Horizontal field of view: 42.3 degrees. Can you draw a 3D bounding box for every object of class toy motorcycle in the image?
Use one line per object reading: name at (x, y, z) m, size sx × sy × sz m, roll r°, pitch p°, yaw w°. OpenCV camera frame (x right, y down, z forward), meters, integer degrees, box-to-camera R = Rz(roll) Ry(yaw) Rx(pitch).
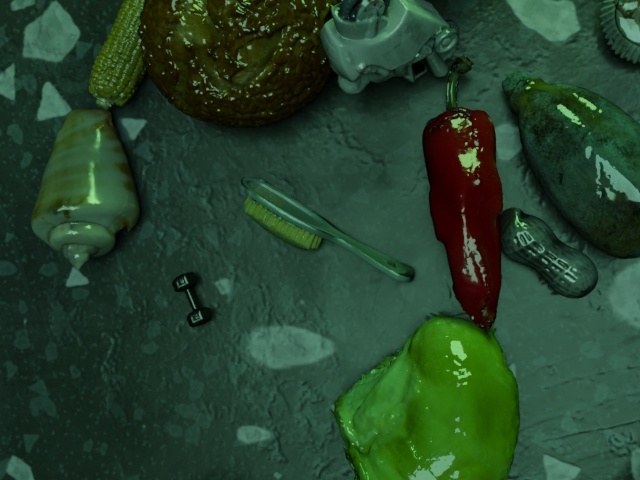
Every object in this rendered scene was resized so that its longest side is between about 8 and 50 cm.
toy motorcycle at (0.085, -0.270, 1.145) m, size 0.171 × 0.260 × 0.110 m, roll -43°, pitch 64°, yaw 27°

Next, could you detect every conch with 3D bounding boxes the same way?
conch at (-0.370, -0.083, 1.267) m, size 0.158 × 0.127 × 0.255 m, roll -9°, pitch 85°, yaw 10°

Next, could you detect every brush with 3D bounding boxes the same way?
brush at (0.000, 0.000, 1.239) m, size 0.296 × 0.068 × 0.060 m, roll 30°, pitch 112°, yaw 8°

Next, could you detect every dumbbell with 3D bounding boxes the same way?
dumbbell at (-0.198, 0.091, 1.276) m, size 0.036 × 0.040 × 0.083 m, roll -29°, pitch 82°, yaw 38°

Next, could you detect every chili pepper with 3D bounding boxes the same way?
chili pepper at (0.206, -0.069, 1.162) m, size 0.110 × 0.110 × 0.388 m, roll -8°, pitch 73°, yaw 9°

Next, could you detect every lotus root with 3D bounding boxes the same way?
lotus root at (0.366, -0.119, 1.139) m, size 0.158 × 0.140 × 0.322 m, roll -40°, pitch 79°, yaw 6°

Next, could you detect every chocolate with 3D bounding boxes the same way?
chocolate at (0.318, 0.018, 1.174) m, size 0.167 × 0.072 × 0.072 m, roll 38°, pitch 94°, yaw 7°

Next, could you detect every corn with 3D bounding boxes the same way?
corn at (-0.291, -0.315, 1.290) m, size 0.080 × 0.080 × 0.238 m, roll 25°, pitch 93°, yaw 10°

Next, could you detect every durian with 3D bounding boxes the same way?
durian at (0.145, 0.268, 1.128) m, size 0.339 × 0.204 × 0.256 m, roll -43°, pitch 70°, yaw 4°

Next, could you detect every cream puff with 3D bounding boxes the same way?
cream puff at (-0.120, -0.305, 1.194) m, size 0.302 × 0.212 × 0.303 m, roll 0°, pitch 91°, yaw 12°

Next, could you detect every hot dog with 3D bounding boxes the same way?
hot dog at (0.521, -0.348, 1.156) m, size 0.267 × 0.075 × 0.144 m, roll -30°, pitch 87°, yaw 4°
